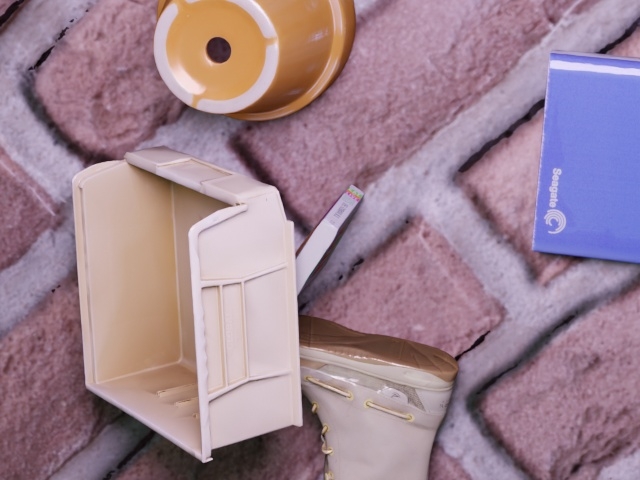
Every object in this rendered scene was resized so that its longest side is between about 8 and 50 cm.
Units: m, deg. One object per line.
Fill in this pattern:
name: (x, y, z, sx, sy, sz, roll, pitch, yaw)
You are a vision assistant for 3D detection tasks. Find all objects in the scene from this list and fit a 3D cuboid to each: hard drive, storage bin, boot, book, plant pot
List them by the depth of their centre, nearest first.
plant pot: (-0.083, -0.210, 1.922, 0.205, 0.188, 0.205, 4, 107, 12)
hard drive: (0.383, -0.074, 1.933, 0.318, 0.040, 0.210, 7, 108, 11)
storage bin: (-0.142, 0.056, 1.973, 0.123, 0.262, 0.260, -12, 109, -30)
book: (0.000, 0.000, 1.988, 0.035, 0.144, 0.096, 34, 111, 1)
boot: (0.006, 0.194, 2.076, 0.262, 0.095, 0.203, 12, 110, 7)
